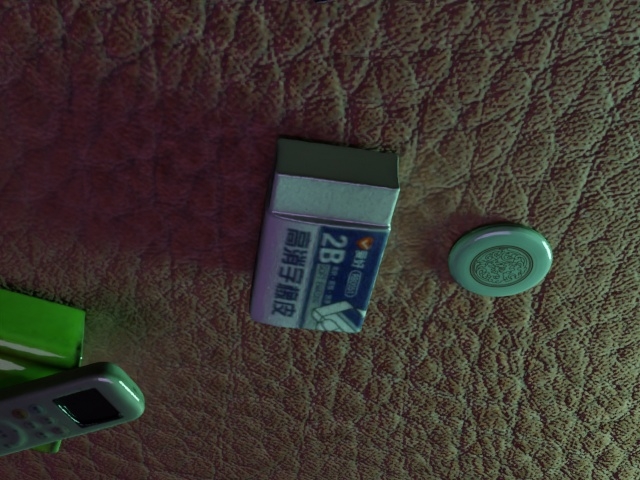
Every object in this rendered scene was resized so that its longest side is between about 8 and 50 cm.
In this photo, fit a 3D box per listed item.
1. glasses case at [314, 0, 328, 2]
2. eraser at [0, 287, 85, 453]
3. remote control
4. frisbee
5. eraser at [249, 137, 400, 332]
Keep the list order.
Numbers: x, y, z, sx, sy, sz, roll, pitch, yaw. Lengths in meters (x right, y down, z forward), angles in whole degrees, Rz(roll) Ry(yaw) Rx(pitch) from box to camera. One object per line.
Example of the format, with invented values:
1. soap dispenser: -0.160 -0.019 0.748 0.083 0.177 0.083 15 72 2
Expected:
1. glasses case: 0.092 -0.230 0.776 0.205 0.071 0.047 -7 139 8
2. eraser: -0.413 0.133 1.159 0.274 0.092 0.210 16 133 -12
3. remote control: -0.337 0.197 1.127 0.309 0.038 0.090 -16 130 19
4. frisbee: 0.190 0.023 1.073 0.110 0.014 0.110 1 136 1
5. eraser: 0.000 0.000 1.020 0.124 0.068 0.210 8 135 -5
